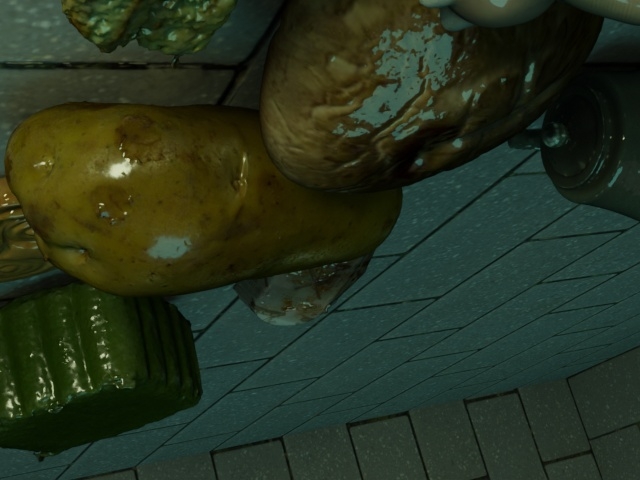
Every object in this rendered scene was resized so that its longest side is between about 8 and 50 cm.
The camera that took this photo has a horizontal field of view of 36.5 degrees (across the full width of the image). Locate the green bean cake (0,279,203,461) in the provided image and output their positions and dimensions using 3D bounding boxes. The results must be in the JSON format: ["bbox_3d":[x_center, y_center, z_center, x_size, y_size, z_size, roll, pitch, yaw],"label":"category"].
[{"bbox_3d":[-0.293,0.154,1.183,0.247,0.156,0.250,-21,161,10],"label":"green bean cake"}]

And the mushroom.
[{"bbox_3d":[0.082,-0.128,0.669,0.278,0.146,0.278,-31,154,-17],"label":"mushroom"}]

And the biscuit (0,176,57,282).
[{"bbox_3d":[-0.320,-0.003,0.886,0.289,0.044,0.202,-3,159,-39],"label":"biscuit"}]

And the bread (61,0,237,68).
[{"bbox_3d":[-0.068,-0.179,0.419,0.102,0.138,0.196,0,158,-30],"label":"bread"}]

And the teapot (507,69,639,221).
[{"bbox_3d":[0.276,-0.097,0.957,0.149,0.162,0.239,1,-173,-22],"label":"teapot"}]

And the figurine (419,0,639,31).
[{"bbox_3d":[0.154,-0.238,0.368,0.248,0.203,0.380,-20,151,-9],"label":"figurine"}]

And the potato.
[{"bbox_3d":[-0.076,-0.030,0.806,0.369,0.176,0.195,1,134,-40],"label":"potato"}]

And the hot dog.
[{"bbox_3d":[0.000,0.000,1.039,0.131,0.069,0.252,13,132,-26],"label":"hot dog"}]
